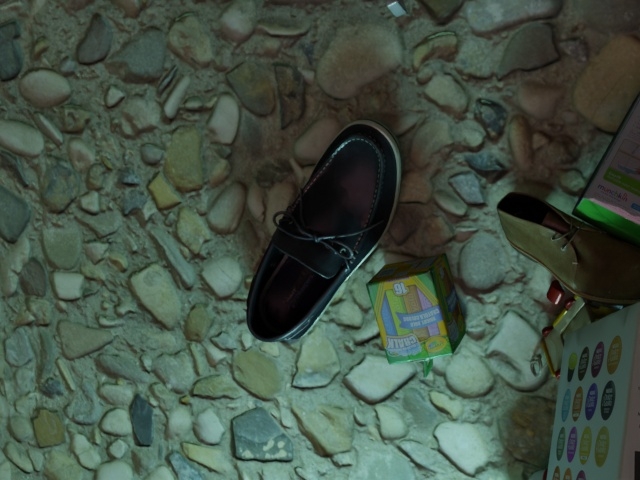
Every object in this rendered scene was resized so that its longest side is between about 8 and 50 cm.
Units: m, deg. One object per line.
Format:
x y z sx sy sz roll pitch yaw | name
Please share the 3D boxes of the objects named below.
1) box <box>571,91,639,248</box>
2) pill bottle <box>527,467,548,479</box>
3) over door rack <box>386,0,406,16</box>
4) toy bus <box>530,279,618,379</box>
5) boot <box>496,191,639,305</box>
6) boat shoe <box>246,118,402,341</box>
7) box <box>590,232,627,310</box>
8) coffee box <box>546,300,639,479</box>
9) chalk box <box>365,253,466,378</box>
0.571 -0.091 1.137 0.262 0.127 0.231 28 85 13 | box
0.508 0.505 1.298 0.407 0.229 0.229 -20 95 24 | pill bottle
0.171 -0.579 1.226 0.239 0.108 0.324 -18 96 25 | over door rack
0.470 0.176 1.295 0.104 0.202 0.191 2 98 -10 | toy bus
0.410 0.009 1.195 0.112 0.115 0.305 -52 45 -6 | boot
0.000 0.000 1.412 0.186 0.156 0.500 35 111 12 | boat shoe
0.563 0.040 1.213 0.190 0.045 0.184 15 71 17 | box
0.519 0.296 0.987 0.338 0.337 0.334 11 77 6 | coffee box
0.190 0.151 1.387 0.132 0.132 0.213 -14 99 24 | chalk box
